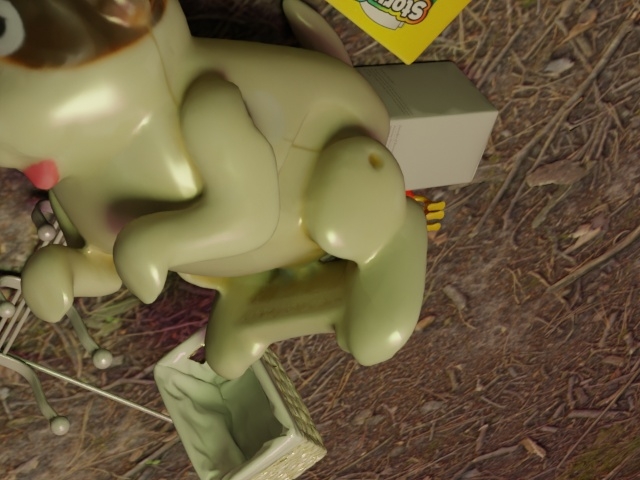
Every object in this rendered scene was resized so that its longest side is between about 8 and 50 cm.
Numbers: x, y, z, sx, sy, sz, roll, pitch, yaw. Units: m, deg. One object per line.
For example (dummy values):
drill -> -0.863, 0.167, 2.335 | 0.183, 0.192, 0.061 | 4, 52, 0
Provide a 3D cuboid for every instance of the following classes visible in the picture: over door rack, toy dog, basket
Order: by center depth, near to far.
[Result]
toy dog -> -0.115, -0.102, 0.938 | 0.408, 0.284, 0.395 | 31, 70, -36
basket -> -0.081, 0.178, 1.148 | 0.113, 0.167, 0.103 | -37, 148, 9
over door rack -> -0.198, 0.108, 1.193 | 0.324, 0.108, 0.239 | 19, 122, -28

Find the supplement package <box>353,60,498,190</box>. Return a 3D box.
supplement package -> 0.086, -0.124, 1.213 | 0.179, 0.105, 0.105 | -8, 134, -28

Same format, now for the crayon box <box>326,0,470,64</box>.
crayon box -> 0.063, -0.365, 0.953 | 0.313, 0.106, 0.363 | -45, 139, 15

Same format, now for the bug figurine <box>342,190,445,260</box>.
bug figurine -> 0.000, 0.000, 1.303 | 0.279, 0.072, 0.216 | -6, 127, -24
